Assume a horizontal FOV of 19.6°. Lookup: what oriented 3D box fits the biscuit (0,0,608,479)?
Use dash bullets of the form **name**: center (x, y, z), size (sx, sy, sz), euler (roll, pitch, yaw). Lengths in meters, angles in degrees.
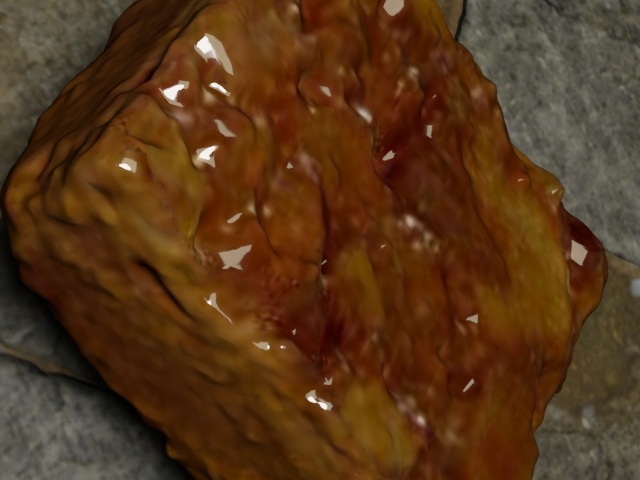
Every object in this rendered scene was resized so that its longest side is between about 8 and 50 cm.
- **biscuit**: center (0.000, 0.000, 1.185), size (0.395, 0.166, 0.343), euler (54, 41, -24)
